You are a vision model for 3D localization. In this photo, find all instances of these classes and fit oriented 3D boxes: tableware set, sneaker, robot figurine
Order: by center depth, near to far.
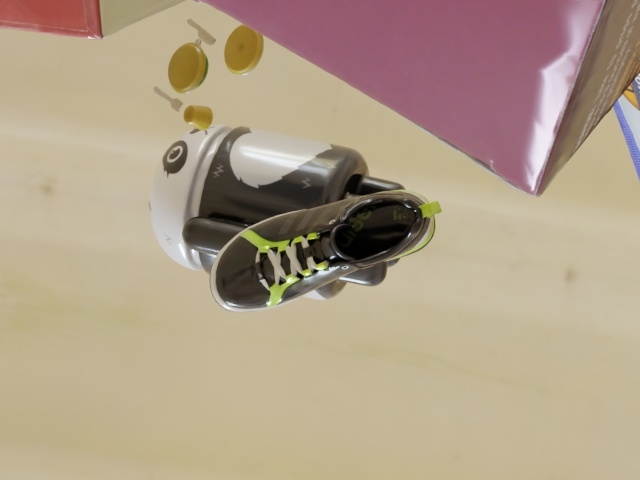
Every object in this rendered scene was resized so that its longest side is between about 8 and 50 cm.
[{"bbox_3d":[-0.085,-0.172,1.654,0.024,0.104,0.154,14,-70,-47],"label":"tableware set"},{"bbox_3d":[0.000,0.000,1.741,0.097,0.234,0.084,36,-147,-84],"label":"sneaker"},{"bbox_3d":[-0.049,-0.034,2.002,0.209,0.278,0.174,56,-132,-69],"label":"robot figurine"}]

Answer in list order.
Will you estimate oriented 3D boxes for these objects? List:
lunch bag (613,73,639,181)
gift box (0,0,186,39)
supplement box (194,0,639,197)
[{"bbox_3d":[0.301,-0.177,1.277,0.385,0.238,0.328,-83,-27,-57],"label":"lunch bag"},{"bbox_3d":[-0.127,-0.267,0.956,0.258,0.255,0.276,-33,-49,-52],"label":"gift box"},{"bbox_3d":[0.061,-0.112,0.430,0.188,0.104,0.081,-48,-17,-35],"label":"supplement box"}]
